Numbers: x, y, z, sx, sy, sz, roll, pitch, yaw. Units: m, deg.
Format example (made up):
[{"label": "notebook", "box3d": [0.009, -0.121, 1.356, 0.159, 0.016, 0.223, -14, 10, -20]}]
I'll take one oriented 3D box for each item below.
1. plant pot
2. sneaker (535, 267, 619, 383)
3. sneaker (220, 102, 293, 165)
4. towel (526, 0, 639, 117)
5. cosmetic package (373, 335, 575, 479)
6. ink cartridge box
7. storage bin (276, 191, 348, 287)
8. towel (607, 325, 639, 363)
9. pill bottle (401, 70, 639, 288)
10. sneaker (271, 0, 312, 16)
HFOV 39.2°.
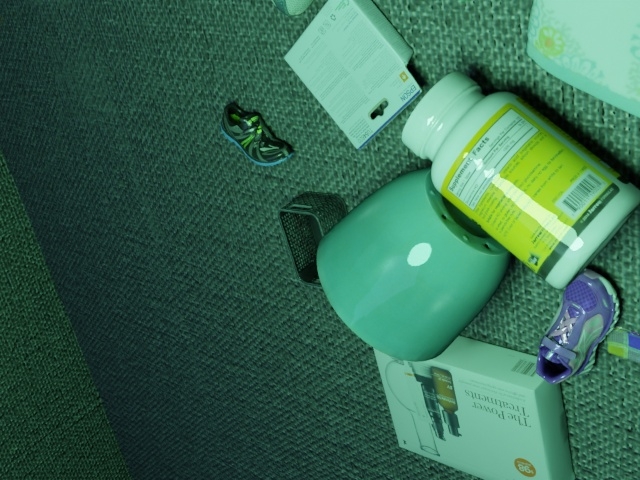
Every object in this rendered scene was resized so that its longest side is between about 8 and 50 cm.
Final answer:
[{"label": "plant pot", "box3d": [0.178, 0.018, 1.498, 0.293, 0.293, 0.235, 49, 129, 7]}, {"label": "sneaker", "box3d": [0.412, 0.152, 1.480, 0.095, 0.104, 0.236, 41, 142, 35]}, {"label": "sneaker", "box3d": [-0.135, -0.215, 1.823, 0.188, 0.067, 0.078, 37, 147, 26]}, {"label": "towel", "box3d": [0.439, -0.285, 1.088, 0.374, 0.090, 0.321, 32, 147, 22]}, {"label": "cosmetic package", "box3d": [0.296, 0.331, 1.769, 0.377, 0.097, 0.284, 11, 129, 43]}, {"label": "ink cartridge box", "box3d": [0.062, -0.297, 1.556, 0.224, 0.045, 0.223, 53, 143, 1]}, {"label": "storage bin", "box3d": [0.000, 0.000, 1.835, 0.122, 0.084, 0.180, 8, 125, 44]}, {"label": "towel", "box3d": [0.509, 0.174, 1.475, 0.083, 0.009, 0.060, 21, 132, 37]}, {"label": "pill bottle", "box3d": [0.290, -0.100, 1.345, 0.334, 0.188, 0.188, 42, 142, 16]}, {"label": "sneaker", "box3d": [-0.003, -0.448, 1.433, 0.122, 0.110, 0.283, 58, 147, 18]}]
